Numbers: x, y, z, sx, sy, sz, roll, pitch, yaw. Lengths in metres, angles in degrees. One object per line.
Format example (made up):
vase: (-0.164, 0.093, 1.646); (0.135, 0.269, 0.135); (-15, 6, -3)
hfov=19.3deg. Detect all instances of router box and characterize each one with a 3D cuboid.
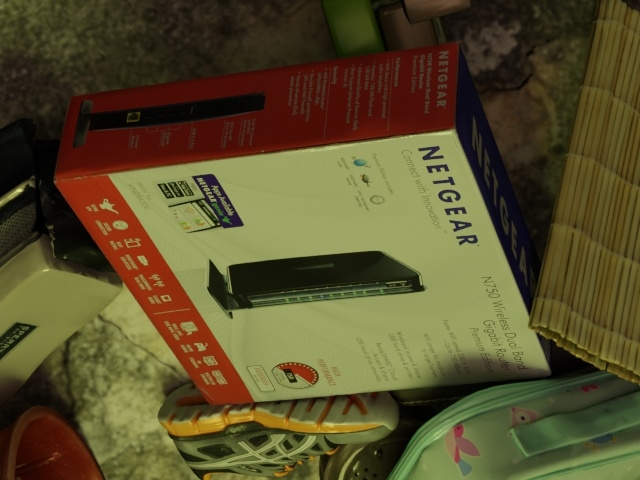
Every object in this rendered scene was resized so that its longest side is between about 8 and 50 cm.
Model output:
router box: (0.000, 0.000, 1.454); (0.301, 0.082, 0.335); (-7, 144, 17)

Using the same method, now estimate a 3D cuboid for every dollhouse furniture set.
dollhouse furniture set: (0.160, -0.172, 1.486); (0.302, 0.197, 0.151); (-17, 105, 1)

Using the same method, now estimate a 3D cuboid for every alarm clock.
alarm clock: (0.056, 0.193, 1.661); (0.129, 0.064, 0.192); (-27, 103, 4)

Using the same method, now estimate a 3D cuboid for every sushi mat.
sushi mat: (0.261, -0.037, 1.520); (0.151, 0.019, 0.316); (24, 62, -18)

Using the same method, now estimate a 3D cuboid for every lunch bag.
lunch bag: (0.187, 0.197, 1.563); (0.279, 0.108, 0.224); (-11, 143, -29)

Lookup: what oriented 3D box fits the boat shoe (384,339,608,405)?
boat shoe: (0.217, 0.097, 1.616); (0.335, 0.112, 0.095); (-19, 102, -2)

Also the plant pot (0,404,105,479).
plant pot: (-0.320, 0.305, 1.573); (0.265, 0.272, 0.272); (-18, 107, 9)

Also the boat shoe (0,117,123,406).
boat shoe: (-0.297, 0.040, 1.570); (0.340, 0.158, 0.127); (-35, 146, 28)

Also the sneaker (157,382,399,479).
sneaker: (-0.031, 0.162, 1.621); (0.215, 0.084, 0.083); (-4, 119, 24)
